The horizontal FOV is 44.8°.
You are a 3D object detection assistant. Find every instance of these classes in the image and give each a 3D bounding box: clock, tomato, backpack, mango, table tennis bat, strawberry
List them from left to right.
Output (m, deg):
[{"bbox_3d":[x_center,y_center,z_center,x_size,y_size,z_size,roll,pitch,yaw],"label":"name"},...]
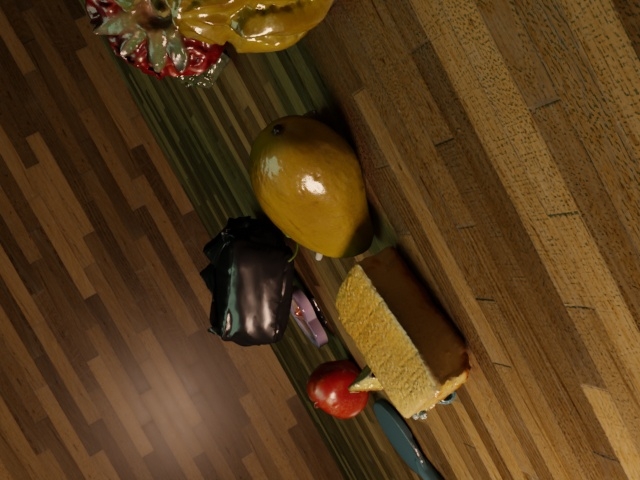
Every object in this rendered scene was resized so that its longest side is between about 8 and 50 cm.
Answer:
[{"bbox_3d":[-0.284,-0.494,1.454,0.317,0.295,0.345,47,-149,-29],"label":"strawberry"},{"bbox_3d":[-0.219,0.096,2.240,0.445,0.255,0.363,-125,41,-75],"label":"backpack"},{"bbox_3d":[-0.037,0.215,2.294,0.198,0.064,0.172,64,165,-12],"label":"clock"},{"bbox_3d":[-0.019,-0.087,1.388,0.331,0.195,0.142,73,-159,-47],"label":"mango"},{"bbox_3d":[0.047,0.411,2.199,0.187,0.151,0.187,26,-165,-8],"label":"tomato"},{"bbox_3d":[0.235,0.559,2.088,0.329,0.044,0.215,47,159,50],"label":"table tennis bat"}]

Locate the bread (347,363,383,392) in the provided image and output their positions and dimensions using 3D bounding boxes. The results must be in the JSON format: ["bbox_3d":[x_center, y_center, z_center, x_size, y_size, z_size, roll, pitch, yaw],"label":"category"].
[{"bbox_3d":[0.143,0.291,1.675,0.127,0.152,0.147,57,156,10],"label":"bread"}]

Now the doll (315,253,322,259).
[{"bbox_3d":[0.000,0.000,1.768,0.143,0.058,0.098,-160,63,-67],"label":"doll"}]

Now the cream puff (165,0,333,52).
[{"bbox_3d":[-0.140,-0.407,1.066,0.324,0.257,0.291,61,162,-2],"label":"cream puff"}]

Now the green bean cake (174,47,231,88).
[{"bbox_3d":[-0.328,-0.449,1.710,0.227,0.125,0.222,26,-161,-40],"label":"green bean cake"}]

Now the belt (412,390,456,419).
[{"bbox_3d":[0.190,0.250,1.526,0.179,0.100,0.065,62,162,5],"label":"belt"}]

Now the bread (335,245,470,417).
[{"bbox_3d":[0.147,0.170,1.417,0.274,0.114,0.184,58,150,19],"label":"bread"}]

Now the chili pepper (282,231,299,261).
[{"bbox_3d":[-0.071,-0.059,1.867,0.072,0.073,0.203,-88,-18,-83],"label":"chili pepper"}]

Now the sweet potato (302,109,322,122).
[{"bbox_3d":[-0.024,-0.139,1.520,0.114,0.092,0.341,23,149,26],"label":"sweet potato"}]
